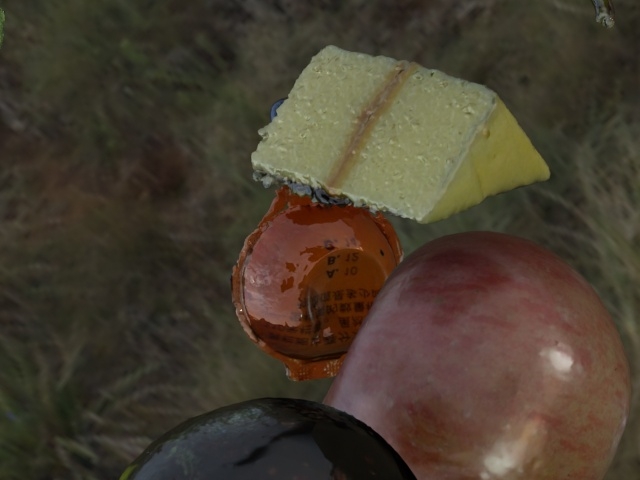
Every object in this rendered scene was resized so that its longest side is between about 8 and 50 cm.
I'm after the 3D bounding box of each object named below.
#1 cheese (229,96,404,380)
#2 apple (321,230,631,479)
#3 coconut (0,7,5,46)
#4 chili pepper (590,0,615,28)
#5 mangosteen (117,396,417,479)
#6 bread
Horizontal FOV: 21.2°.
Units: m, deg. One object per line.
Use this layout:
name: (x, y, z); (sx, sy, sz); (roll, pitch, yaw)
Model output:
cheese: (0.000, 0.000, 1.912); (0.129, 0.217, 0.329); (-148, 53, -63)
apple: (0.151, 0.164, 1.664); (0.269, 0.345, 0.345); (26, 76, 6)
coconut: (-0.209, -0.115, 0.891); (0.088, 0.088, 0.096); (-19, 16, 31)
chili pepper: (0.117, -0.317, 1.388); (0.134, 0.338, 0.131); (-57, 21, -12)
mangosteen: (-0.037, 0.261, 1.285); (0.288, 0.288, 0.288); (-23, 48, 28)
bread: (0.076, -0.098, 1.590); (0.266, 0.178, 0.142); (23, 111, 45)
